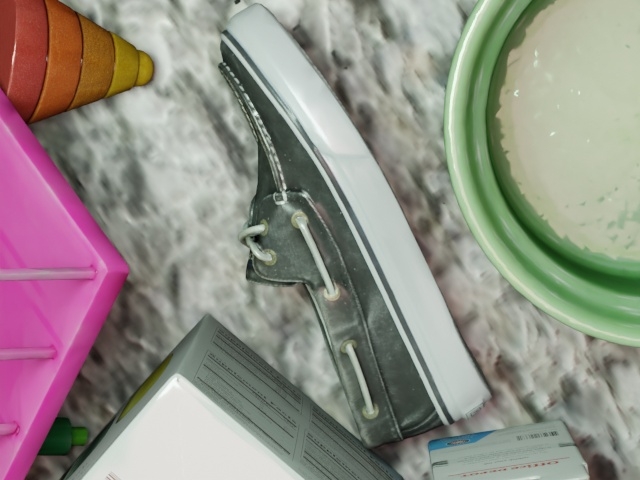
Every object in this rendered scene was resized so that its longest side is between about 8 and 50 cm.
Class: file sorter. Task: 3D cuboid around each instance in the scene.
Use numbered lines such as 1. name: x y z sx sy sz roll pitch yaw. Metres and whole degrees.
1. file sorter: -0.297 0.064 1.263 0.202 0.182 0.290 51 125 35

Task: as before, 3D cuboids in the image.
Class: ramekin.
1. ramekin: 0.233 -0.085 1.341 0.303 0.148 0.303 0 97 1

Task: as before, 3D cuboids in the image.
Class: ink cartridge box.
1. ink cartridge box: 0.133 0.179 1.357 0.104 0.180 0.060 -9 96 2

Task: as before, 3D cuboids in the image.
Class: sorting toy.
1. sorting toy: -0.193 -0.006 1.395 0.126 0.127 0.365 3 98 -26

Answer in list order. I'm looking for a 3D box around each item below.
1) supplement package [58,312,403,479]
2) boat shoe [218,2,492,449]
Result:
1. supplement package: -0.076 0.201 1.321 0.198 0.262 0.199 41 96 -3
2. boat shoe: 0.000 0.000 1.367 0.119 0.121 0.335 -28 98 0
